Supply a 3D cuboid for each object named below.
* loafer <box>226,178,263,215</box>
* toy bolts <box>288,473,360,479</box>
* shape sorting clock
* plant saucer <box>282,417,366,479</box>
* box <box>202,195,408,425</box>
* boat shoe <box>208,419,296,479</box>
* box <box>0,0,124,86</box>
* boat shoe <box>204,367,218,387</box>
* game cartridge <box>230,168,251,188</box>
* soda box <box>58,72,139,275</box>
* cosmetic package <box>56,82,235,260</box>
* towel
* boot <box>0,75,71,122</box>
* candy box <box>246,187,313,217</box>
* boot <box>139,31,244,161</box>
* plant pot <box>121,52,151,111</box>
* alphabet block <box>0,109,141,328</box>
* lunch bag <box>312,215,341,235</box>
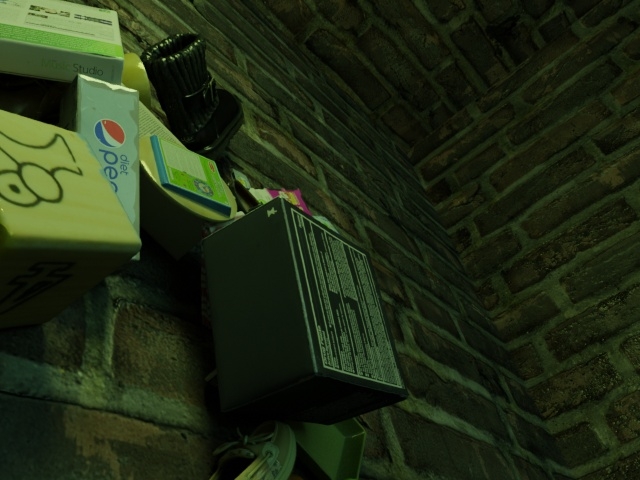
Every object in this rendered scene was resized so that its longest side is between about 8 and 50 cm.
[{"bbox_3d":[-0.137,-0.055,1.147,0.170,0.061,0.062,39,40,-2],"label":"loafer"},{"bbox_3d":[-0.035,0.440,0.724,0.159,0.218,0.228,-6,94,-51],"label":"toy bolts"},{"bbox_3d":[-0.232,-0.106,0.971,0.206,0.040,0.206,34,24,-17],"label":"shape sorting clock"},{"bbox_3d":[0.000,0.358,1.025,0.188,0.045,0.188,50,21,-8],"label":"plant saucer"},{"bbox_3d":[-0.026,0.131,0.927,0.294,0.183,0.296,33,37,-51],"label":"box"},{"bbox_3d":[-0.114,0.329,0.757,0.089,0.105,0.285,53,22,-7],"label":"boat shoe"},{"bbox_3d":[-0.462,-0.349,0.937,0.233,0.058,0.322,3,31,-24],"label":"box"},{"bbox_3d":[-0.121,0.220,0.953,0.065,0.075,0.206,54,17,11],"label":"boat shoe"},{"bbox_3d":[-0.203,-0.145,1.428,0.056,0.017,0.083,33,29,-49],"label":"game cartridge"},{"bbox_3d":[-0.335,-0.096,0.835,0.098,0.091,0.286,8,67,-40],"label":"soda box"},{"bbox_3d":[-0.320,-0.130,1.035,0.309,0.113,0.160,48,23,-15],"label":"cosmetic package"},{"bbox_3d":[-0.172,0.050,1.019,0.144,0.029,0.196,-34,129,-70],"label":"towel"},{"bbox_3d":[-0.472,-0.239,0.895,0.112,0.115,0.305,49,23,-14],"label":"boot"},{"bbox_3d":[-0.125,-0.037,1.247,0.234,0.071,0.159,-2,56,-41],"label":"candy box"},{"bbox_3d":[-0.283,-0.354,1.282,0.348,0.131,0.260,-90,167,-56],"label":"boot"},{"bbox_3d":[-0.414,-0.305,1.117,0.095,0.134,0.134,-18,70,-35],"label":"plant pot"},{"bbox_3d":[-0.366,-0.019,0.633,0.192,0.193,0.197,57,14,14],"label":"alphabet block"},{"bbox_3d":[0.000,0.000,1.508,0.129,0.096,0.151,3,63,-63],"label":"lunch bag"}]
